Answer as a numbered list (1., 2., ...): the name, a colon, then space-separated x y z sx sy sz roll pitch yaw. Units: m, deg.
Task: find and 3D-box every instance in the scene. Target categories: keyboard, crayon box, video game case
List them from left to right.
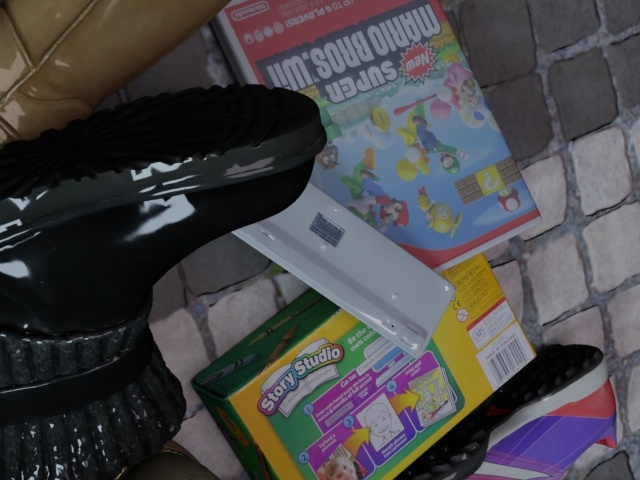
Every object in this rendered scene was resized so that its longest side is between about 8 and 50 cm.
1. keyboard: 0.000 0.000 0.996 0.256 0.014 0.072 35 68 -18
2. crayon box: 0.044 0.114 1.107 0.278 0.081 0.165 -37 111 -19
3. video game case: 0.050 -0.105 1.066 0.204 0.025 0.285 -24 88 -23

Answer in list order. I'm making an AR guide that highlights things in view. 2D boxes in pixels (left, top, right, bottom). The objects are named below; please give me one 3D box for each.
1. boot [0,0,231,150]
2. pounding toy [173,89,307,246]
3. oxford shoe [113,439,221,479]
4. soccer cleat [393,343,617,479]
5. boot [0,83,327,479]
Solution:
1. boot: -0.209 -0.206 0.939 0.269 0.089 0.236 -49 120 -16
2. pounding toy: -0.105 -0.041 0.998 0.130 0.100 0.141 -26 108 -23
3. oxford shoe: -0.049 0.339 1.047 0.140 0.146 0.397 -46 115 -18
4. soccer cleat: 0.160 0.214 1.168 0.318 0.108 0.116 -28 107 -26
5. boot: -0.134 0.043 0.903 0.348 0.131 0.260 -15 119 10
